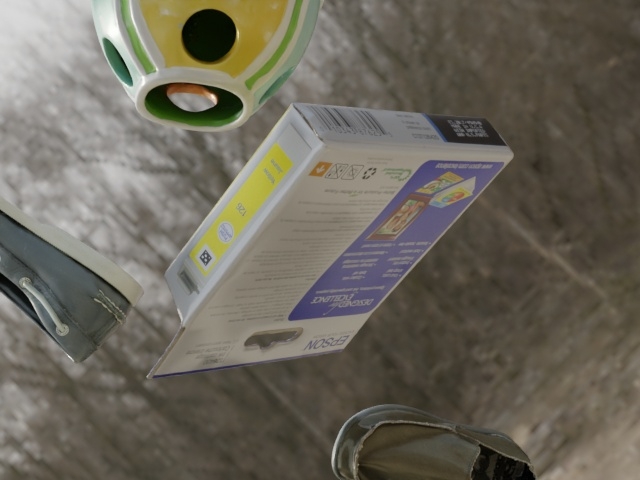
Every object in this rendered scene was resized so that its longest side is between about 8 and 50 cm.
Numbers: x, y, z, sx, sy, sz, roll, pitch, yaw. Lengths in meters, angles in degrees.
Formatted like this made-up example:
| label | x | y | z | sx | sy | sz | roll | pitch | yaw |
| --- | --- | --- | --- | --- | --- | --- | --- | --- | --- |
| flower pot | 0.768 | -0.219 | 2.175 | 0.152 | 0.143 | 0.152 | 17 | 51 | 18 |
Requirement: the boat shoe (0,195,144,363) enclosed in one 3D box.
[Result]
| label | x | y | z | sx | sy | sz | roll | pitch | yaw |
| --- | --- | --- | --- | --- | --- | --- | --- | --- | --- |
| boat shoe | -0.321 | 0.004 | 1.513 | 0.099 | 0.319 | 0.116 | -59 | -9 | -12 |

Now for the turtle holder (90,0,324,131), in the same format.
| label | x | y | z | sx | sy | sz | roll | pitch | yaw |
| --- | --- | --- | --- | --- | --- | --- | --- | --- | --- |
| turtle holder | -0.096 | -0.243 | 1.585 | 0.320 | 0.243 | 0.227 | -19 | 60 | 52 |

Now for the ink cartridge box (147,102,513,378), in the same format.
| label | x | y | z | sx | sy | sz | roll | pitch | yaw |
| --- | --- | --- | --- | --- | --- | --- | --- | --- | --- |
| ink cartridge box | 0.000 | 0.000 | 1.579 | 0.303 | 0.072 | 0.307 | -3 | -39 | -52 |

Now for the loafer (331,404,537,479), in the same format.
| label | x | y | z | sx | sy | sz | roll | pitch | yaw |
| --- | --- | --- | --- | --- | --- | --- | --- | --- | --- |
| loafer | 0.128 | 0.231 | 1.726 | 0.087 | 0.251 | 0.094 | 17 | 99 | 59 |
